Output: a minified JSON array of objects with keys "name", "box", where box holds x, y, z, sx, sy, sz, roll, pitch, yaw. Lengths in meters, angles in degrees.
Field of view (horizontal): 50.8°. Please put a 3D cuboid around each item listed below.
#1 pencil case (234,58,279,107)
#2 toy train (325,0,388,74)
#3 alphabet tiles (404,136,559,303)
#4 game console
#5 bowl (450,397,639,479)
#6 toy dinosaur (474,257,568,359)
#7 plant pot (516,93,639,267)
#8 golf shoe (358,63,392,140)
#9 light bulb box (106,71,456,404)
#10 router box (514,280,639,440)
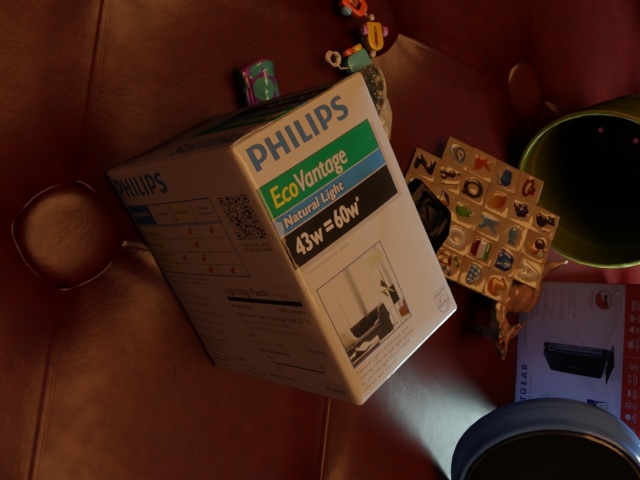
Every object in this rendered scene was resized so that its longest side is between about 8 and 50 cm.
[{"name":"pencil case","box":[-0.097,-0.217,1.111,0.070,0.064,0.151,-19,101,-52]},{"name":"toy train","box":[0.057,-0.377,1.246,0.125,0.046,0.166,24,76,-28]},{"name":"alphabet tiles","box":[0.317,-0.044,1.370,0.342,0.011,0.285,24,73,-8]},{"name":"game console","box":[0.081,-0.067,1.226,0.213,0.044,0.361,-48,114,-5]},{"name":"bowl","box":[0.461,0.494,1.350,0.391,0.391,0.077,62,20,-19]},{"name":"toy dinosaur","box":[0.424,0.126,1.465,0.296,0.127,0.200,-19,101,-35]},{"name":"plant pot","box":[0.696,-0.178,1.573,0.353,0.366,0.366,-37,112,-45]},{"name":"golf shoe","box":[0.101,-0.246,1.254,0.086,0.069,0.176,-45,141,-49]},{"name":"light bulb box","box":[-0.060,-0.002,0.953,0.225,0.358,0.361,-38,113,-34]},{"name":"router box","box":[0.580,0.260,1.477,0.082,0.301,0.335,7,85,-38]}]
